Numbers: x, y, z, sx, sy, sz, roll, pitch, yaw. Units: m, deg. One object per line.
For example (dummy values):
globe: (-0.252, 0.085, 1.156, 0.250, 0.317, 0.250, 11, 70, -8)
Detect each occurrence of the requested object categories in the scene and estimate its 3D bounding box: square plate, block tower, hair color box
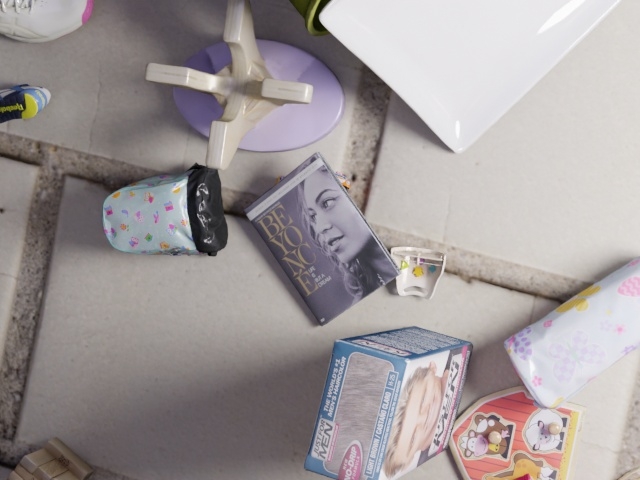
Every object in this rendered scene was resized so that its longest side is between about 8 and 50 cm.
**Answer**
square plate: (0.217, -0.335, 1.480, 0.344, 0.347, 0.049, -44, 39, 11)
block tower: (-0.515, 0.482, 1.736, 0.091, 0.097, 0.335, 39, 97, 10)
hair color box: (0.104, 0.218, 1.452, 0.105, 0.347, 0.173, 15, 94, 21)

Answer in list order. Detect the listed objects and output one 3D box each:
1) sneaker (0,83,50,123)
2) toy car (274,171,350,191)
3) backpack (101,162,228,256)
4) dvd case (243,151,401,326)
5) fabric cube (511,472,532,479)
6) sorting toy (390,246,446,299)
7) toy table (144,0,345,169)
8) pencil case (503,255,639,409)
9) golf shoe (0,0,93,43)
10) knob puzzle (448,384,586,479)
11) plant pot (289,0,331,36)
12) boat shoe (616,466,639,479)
sneaker: (-0.506, -0.228, 1.754, 0.144, 0.059, 0.053, 4, 123, 28)
toy car: (-0.012, -0.093, 1.634, 0.122, 0.060, 0.040, 12, 61, 6)
backpack: (-0.246, -0.043, 1.658, 0.182, 0.115, 0.151, -5, 92, 16)
dvd case: (0.000, 0.000, 1.618, 0.165, 0.018, 0.221, -36, 85, 29)
fabric cube: (0.221, 0.515, 1.466, 0.258, 0.254, 0.259, -25, 92, 13)
sorting toy: (0.146, 0.051, 1.605, 0.083, 0.045, 0.075, 8, 100, 13)
toy table: (-0.114, -0.229, 1.603, 0.274, 0.161, 0.252, -3, 90, 14)
pencil case: (0.398, 0.128, 1.508, 0.273, 0.113, 0.124, -33, 103, 11)
golf shoe: (-0.522, -0.384, 1.710, 0.306, 0.140, 0.115, 2, 89, 12)
knob puzzle: (0.282, 0.310, 1.578, 0.213, 0.030, 0.213, 0, 91, 14)
plant pot: (0.000, -0.537, 1.455, 0.366, 0.366, 0.353, -43, 85, 10)
boat shoe: (0.416, 0.390, 1.531, 0.170, 0.059, 0.063, -45, 81, 10)
